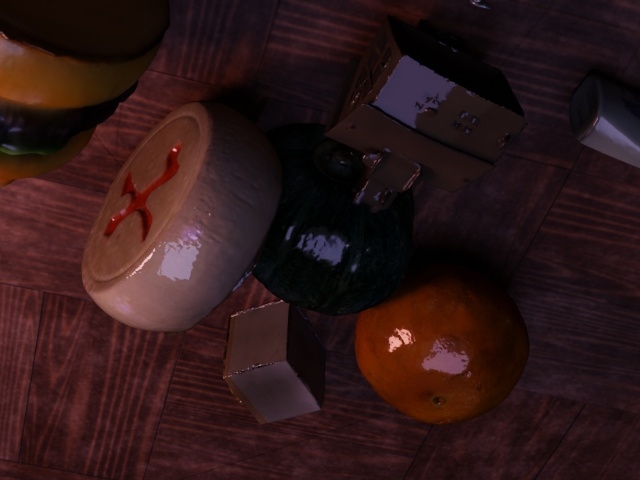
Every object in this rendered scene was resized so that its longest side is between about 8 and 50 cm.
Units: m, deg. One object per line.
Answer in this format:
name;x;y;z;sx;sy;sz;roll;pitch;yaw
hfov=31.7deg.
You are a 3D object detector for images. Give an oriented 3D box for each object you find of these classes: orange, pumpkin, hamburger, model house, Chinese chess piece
orange;0.194;0.171;1.833;0.284;0.226;0.283;6;132;6
pumpkin;0.000;0.000;1.705;0.293;0.197;0.263;24;131;-15
hamburger;-0.397;-0.273;1.368;0.396;0.395;0.277;31;128;-23
model house;0.116;-0.157;1.544;0.211;0.204;0.243;23;119;-18
Chinese chess piece;-0.196;-0.032;1.585;0.141;0.338;0.338;30;126;-27

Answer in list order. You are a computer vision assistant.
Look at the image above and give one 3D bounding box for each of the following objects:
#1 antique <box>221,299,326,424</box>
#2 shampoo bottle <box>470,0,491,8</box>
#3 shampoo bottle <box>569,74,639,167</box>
antique;-0.084;0.208;1.928;0.148;0.146;0.152;-17;130;19
shampoo bottle;0.225;-0.372;1.460;0.077;0.045;0.152;13;132;-10
shampoo bottle;0.531;-0.122;1.614;0.360;0.134;0.078;20;132;-15
